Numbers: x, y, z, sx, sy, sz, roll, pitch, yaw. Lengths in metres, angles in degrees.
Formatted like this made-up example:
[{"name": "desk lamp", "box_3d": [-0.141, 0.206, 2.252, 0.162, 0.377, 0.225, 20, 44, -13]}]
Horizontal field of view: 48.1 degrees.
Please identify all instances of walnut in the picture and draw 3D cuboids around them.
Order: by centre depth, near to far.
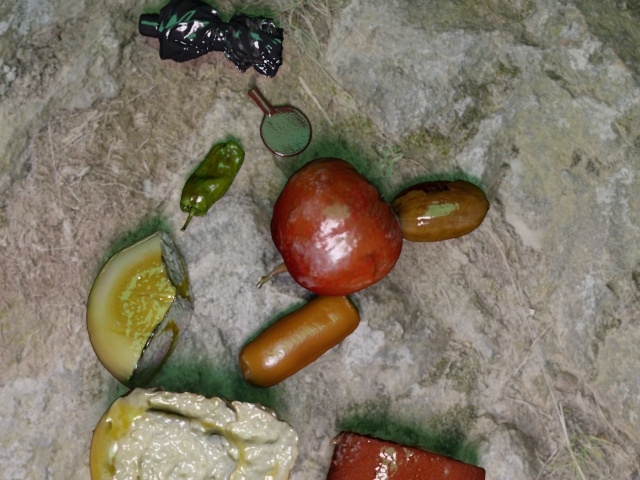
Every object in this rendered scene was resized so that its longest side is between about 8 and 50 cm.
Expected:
[{"name": "walnut", "box_3d": [0.209, -0.054, 1.325, 0.207, 0.116, 0.116, -11, 82, 0]}]

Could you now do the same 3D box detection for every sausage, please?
[{"name": "sausage", "box_3d": [-0.038, 0.173, 1.270, 0.238, 0.098, 0.098, -32, 85, -10]}]

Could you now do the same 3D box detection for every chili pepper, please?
[{"name": "chili pepper", "box_3d": [-0.213, -0.094, 1.305, 0.072, 0.073, 0.204, 26, 67, 17]}]

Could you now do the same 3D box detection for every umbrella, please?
[{"name": "umbrella", "box_3d": [-0.200, -0.384, 1.336, 0.272, 0.110, 0.122, 10, 115, -3]}]

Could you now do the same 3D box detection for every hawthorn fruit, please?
[{"name": "hawthorn fruit", "box_3d": [0.000, 0.000, 1.240, 0.272, 0.242, 0.242, -44, 87, 1]}]

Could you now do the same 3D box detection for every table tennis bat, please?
[{"name": "table tennis bat", "box_3d": [-0.082, -0.229, 1.365, 0.098, 0.019, 0.154, -40, 89, -9]}]

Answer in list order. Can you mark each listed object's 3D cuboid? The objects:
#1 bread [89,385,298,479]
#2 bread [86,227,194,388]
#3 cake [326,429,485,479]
[{"name": "bread", "box_3d": [-0.208, 0.363, 1.135, 0.316, 0.270, 0.211, 14, 65, -11]}, {"name": "bread", "box_3d": [-0.311, 0.108, 1.231, 0.156, 0.158, 0.260, 26, 80, 10]}, {"name": "cake", "box_3d": [0.141, 0.415, 1.204, 0.283, 0.177, 0.151, 19, 80, -4]}]
